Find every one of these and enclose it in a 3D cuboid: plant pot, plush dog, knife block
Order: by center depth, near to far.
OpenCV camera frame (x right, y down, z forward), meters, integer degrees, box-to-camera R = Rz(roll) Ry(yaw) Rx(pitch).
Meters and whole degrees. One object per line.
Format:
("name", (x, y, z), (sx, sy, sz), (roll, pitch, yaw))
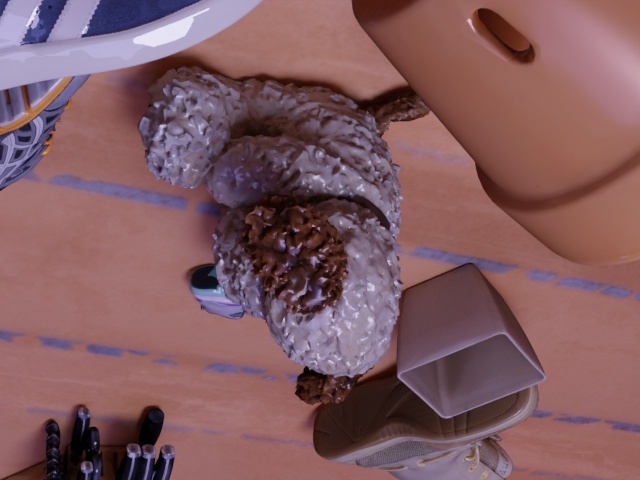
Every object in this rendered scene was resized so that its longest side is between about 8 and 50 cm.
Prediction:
("plant pot", (0.157, -0.160, 0.820), (0.203, 0.290, 0.291), (33, 128, -21))
("plush dog", (0.000, 0.000, 1.010), (0.211, 0.225, 0.262), (-15, 143, 7))
("plant pot", (0.133, 0.088, 1.266), (0.109, 0.096, 0.109), (-24, 142, 18))
("knife block", (-0.212, 0.279, 1.446), (0.242, 0.088, 0.275), (-23, 141, 19))

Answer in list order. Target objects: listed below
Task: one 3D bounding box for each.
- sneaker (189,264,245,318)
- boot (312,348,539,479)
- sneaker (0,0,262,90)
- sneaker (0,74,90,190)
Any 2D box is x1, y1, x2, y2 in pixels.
("sneaker", (-0.065, 0.047, 1.219), (0.098, 0.038, 0.069), (-3, 146, 7))
("boot", (0.151, 0.201, 1.405), (0.262, 0.095, 0.203), (-23, 142, 35))
("sneaker", (-0.187, -0.181, 0.821), (0.350, 0.131, 0.148), (-17, 124, -5))
("sneaker", (-0.223, -0.092, 0.970), (0.215, 0.084, 0.083), (-33, 151, 33))
